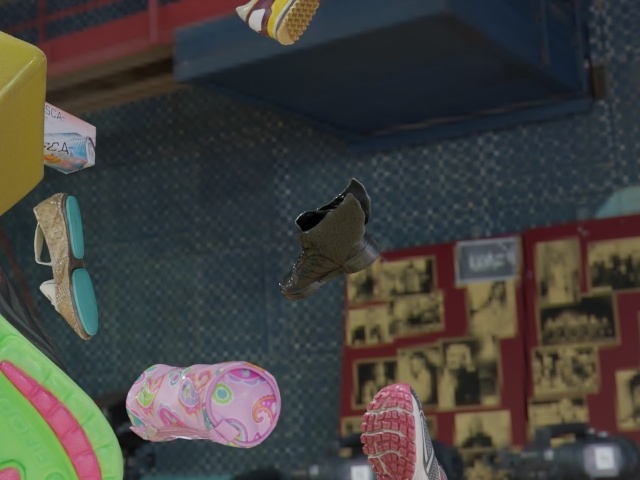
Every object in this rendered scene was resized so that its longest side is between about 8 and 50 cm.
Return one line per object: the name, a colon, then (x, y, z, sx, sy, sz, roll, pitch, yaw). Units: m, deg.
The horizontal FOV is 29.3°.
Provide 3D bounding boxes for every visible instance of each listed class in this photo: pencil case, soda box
pencil case: (-0.171, 0.232, 1.720, 0.124, 0.124, 0.284, 3, -8, -33)
soda box: (-0.388, -0.152, 1.663, 0.058, 0.063, 0.183, -14, -23, 31)

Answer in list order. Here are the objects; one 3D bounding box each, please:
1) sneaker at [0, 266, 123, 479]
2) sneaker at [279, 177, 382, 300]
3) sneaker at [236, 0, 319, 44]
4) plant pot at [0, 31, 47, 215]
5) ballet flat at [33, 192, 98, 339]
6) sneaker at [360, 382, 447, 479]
sneaker: (-0.345, 0.051, 1.050, 0.185, 0.483, 0.202, -27, 10, -24)
sneaker: (-0.001, 0.002, 1.327, 0.170, 0.051, 0.089, -25, -62, 37)
sneaker: (-0.024, -0.321, 1.434, 0.084, 0.185, 0.069, 31, -12, 21)
plant pot: (-0.428, -0.106, 1.279, 0.212, 0.187, 0.212, 24, -38, 5)
ballet flat: (-0.357, 0.039, 1.694, 0.067, 0.206, 0.073, -11, -8, 12)
sneaker: (0.149, 0.371, 2.029, 0.121, 0.299, 0.112, 9, 26, 43)
